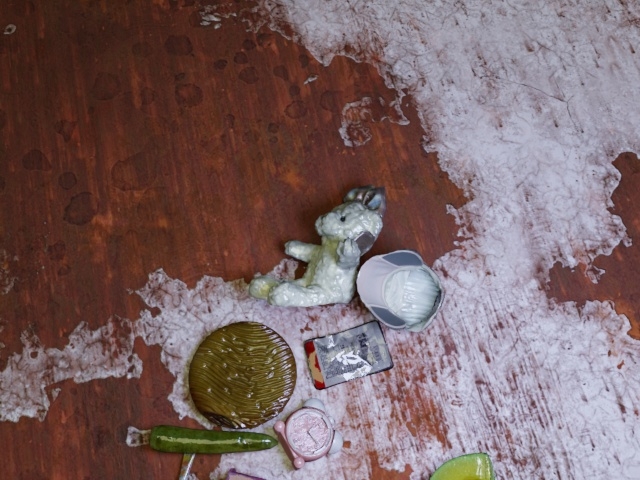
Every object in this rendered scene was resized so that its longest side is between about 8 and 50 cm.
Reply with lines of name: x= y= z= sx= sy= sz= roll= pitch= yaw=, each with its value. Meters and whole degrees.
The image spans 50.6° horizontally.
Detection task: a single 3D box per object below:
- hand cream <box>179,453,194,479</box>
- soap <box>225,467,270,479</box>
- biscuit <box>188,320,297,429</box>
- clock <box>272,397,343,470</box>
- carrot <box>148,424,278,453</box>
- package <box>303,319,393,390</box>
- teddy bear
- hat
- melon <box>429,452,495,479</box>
hand cream: x=-0.374 y=0.628 z=1.883 sx=0.035 sy=0.022 sz=0.102 roll=7 pitch=65 yaw=10
soap: x=-0.095 y=0.757 z=1.776 sx=0.359 sy=0.128 sz=0.233 roll=12 pitch=72 yaw=5
biscuit: x=-0.224 y=0.383 z=1.944 sx=0.318 sy=0.040 sz=0.318 roll=-1 pitch=63 yaw=2
clock: x=-0.033 y=0.538 z=1.883 sx=0.162 sy=0.093 sz=0.166 roll=-26 pitch=71 yaw=-18
carrot: x=-0.297 y=0.560 z=1.884 sx=0.358 sy=0.074 sz=0.074 roll=3 pitch=70 yaw=-1
package: x=0.080 y=0.333 z=1.981 sx=0.239 sy=0.030 sz=0.154 roll=-15 pitch=72 yaw=-5
teddy bear: x=0.000 y=0.000 z=1.963 sx=0.375 sy=0.327 sz=0.362 roll=4 pitch=93 yaw=-31
hat: x=0.223 y=0.145 z=1.953 sx=0.275 sy=0.161 sz=0.232 roll=18 pitch=80 yaw=-27
melon: x=0.381 y=0.701 z=1.806 sx=0.169 sy=0.129 sz=0.265 roll=-4 pitch=72 yaw=23
